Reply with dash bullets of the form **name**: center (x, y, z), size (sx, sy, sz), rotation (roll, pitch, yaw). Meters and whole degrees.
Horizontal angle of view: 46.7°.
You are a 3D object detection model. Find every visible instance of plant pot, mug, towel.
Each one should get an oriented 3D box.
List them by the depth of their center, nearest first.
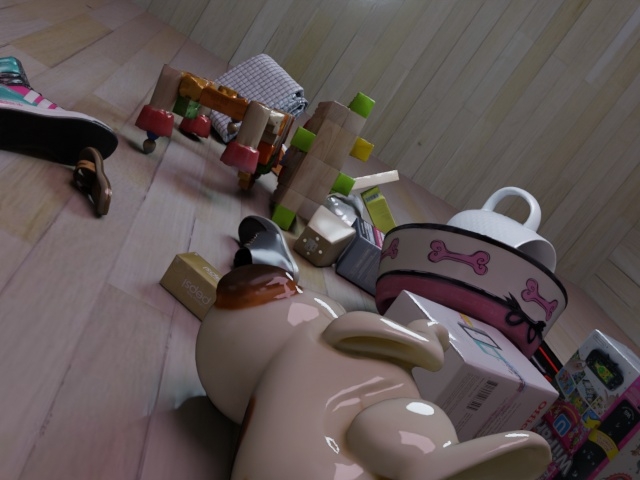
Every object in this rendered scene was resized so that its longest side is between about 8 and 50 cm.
- **plant pot**: center (0.000, 0.000, 1.754), size (0.109, 0.109, 0.096), rotation (37, 28, 8)
- **towel**: center (-0.211, -0.415, 2.265), size (0.235, 0.283, 0.121), rotation (50, -10, 32)
- **mug**: center (0.582, 0.003, 2.444), size (0.276, 0.374, 0.328), rotation (16, 17, -37)

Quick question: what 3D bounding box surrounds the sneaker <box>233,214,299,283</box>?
- **sneaker**: center (-0.133, 0.009, 1.471), size (0.118, 0.083, 0.222), rotation (20, 22, -42)

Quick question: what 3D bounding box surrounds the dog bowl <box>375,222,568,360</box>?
- **dog bowl**: center (0.296, 0.131, 1.566), size (0.408, 0.150, 0.408), rotation (22, -21, 9)

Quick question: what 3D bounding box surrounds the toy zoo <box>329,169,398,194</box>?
- **toy zoo**: center (0.053, -0.149, 2.082), size (0.192, 0.030, 0.293), rotation (-14, 4, -37)

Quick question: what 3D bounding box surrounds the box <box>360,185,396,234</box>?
- **box**: center (0.183, -0.034, 2.084), size (0.087, 0.058, 0.232), rotation (-110, 176, -58)

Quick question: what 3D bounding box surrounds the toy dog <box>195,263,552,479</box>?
- **toy dog**: center (-0.013, 0.214, 0.858), size (0.395, 0.285, 0.408), rotation (-13, 38, -18)

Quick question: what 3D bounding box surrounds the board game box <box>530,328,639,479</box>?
- **board game box**: center (0.475, 0.344, 1.311), size (0.097, 0.303, 0.224), rotation (28, 16, -21)

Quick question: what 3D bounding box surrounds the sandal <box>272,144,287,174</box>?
- **sandal**: center (-0.175, -0.304, 2.291), size (0.076, 0.102, 0.265), rotation (23, 21, -45)

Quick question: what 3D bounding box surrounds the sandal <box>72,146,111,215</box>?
- **sandal**: center (-0.408, -0.108, 1.305), size (0.049, 0.072, 0.180), rotation (-1, 37, -29)

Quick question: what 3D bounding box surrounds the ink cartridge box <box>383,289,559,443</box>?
- **ink cartridge box**: center (0.221, 0.248, 1.274), size (0.270, 0.198, 0.197), rotation (24, 18, -37)

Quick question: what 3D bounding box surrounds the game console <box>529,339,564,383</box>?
- **game console**: center (0.533, 0.265, 1.962), size (0.342, 0.060, 0.387), rotation (32, 21, -47)

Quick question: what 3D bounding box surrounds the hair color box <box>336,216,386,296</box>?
- **hair color box**: center (0.222, 0.104, 1.871), size (0.374, 0.114, 0.185), rotation (33, 15, -10)

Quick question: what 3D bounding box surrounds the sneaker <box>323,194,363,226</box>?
- **sneaker**: center (0.090, -0.038, 2.081), size (0.169, 0.108, 0.292), rotation (50, 17, 10)

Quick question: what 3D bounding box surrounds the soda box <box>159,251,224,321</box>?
- **soda box**: center (-0.166, 0.096, 1.179), size (0.181, 0.061, 0.058), rotation (39, 17, 15)

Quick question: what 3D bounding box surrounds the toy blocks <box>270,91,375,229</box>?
- **toy blocks**: center (-0.023, -0.211, 1.935), size (0.190, 0.381, 0.261), rotation (27, 1, -17)

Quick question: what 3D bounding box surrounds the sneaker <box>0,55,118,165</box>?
- **sneaker**: center (-0.522, -0.238, 1.348), size (0.295, 0.124, 0.178), rotation (10, 38, -54)

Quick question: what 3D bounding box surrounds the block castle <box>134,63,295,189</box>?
- **block castle**: center (-0.249, -0.273, 1.862), size (0.303, 0.213, 0.453), rotation (23, 9, 1)
